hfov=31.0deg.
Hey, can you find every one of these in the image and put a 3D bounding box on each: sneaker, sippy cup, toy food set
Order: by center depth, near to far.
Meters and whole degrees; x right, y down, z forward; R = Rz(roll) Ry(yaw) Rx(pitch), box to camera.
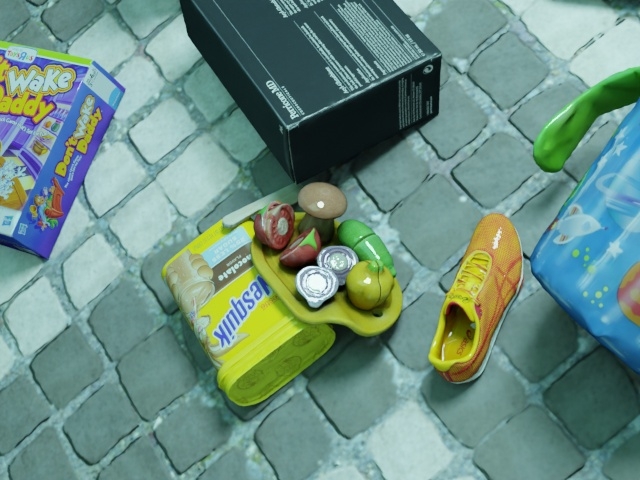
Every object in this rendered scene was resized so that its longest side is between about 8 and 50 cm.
[{"bbox_3d":[0.309,-0.005,0.991,0.240,0.305,0.224,40,101,-12],"label":"sippy cup"},{"bbox_3d":[0.153,0.051,1.111,0.064,0.067,0.175,8,70,27],"label":"sneaker"},{"bbox_3d":[0.000,0.000,1.160,0.128,0.071,0.218,-21,53,-33],"label":"toy food set"}]

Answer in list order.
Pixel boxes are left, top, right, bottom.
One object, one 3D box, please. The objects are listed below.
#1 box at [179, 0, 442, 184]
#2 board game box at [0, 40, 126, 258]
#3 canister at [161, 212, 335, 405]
[{"bbox_3d":[-0.017,-0.212,1.247,0.184,0.103,0.261,-26,58,-15],"label":"box"},{"bbox_3d":[-0.441,-0.134,1.437,0.347,0.078,0.233,14,75,28],"label":"board game box"},{"bbox_3d":[-0.080,0.068,1.200,0.126,0.073,0.170,-38,58,4],"label":"canister"}]
